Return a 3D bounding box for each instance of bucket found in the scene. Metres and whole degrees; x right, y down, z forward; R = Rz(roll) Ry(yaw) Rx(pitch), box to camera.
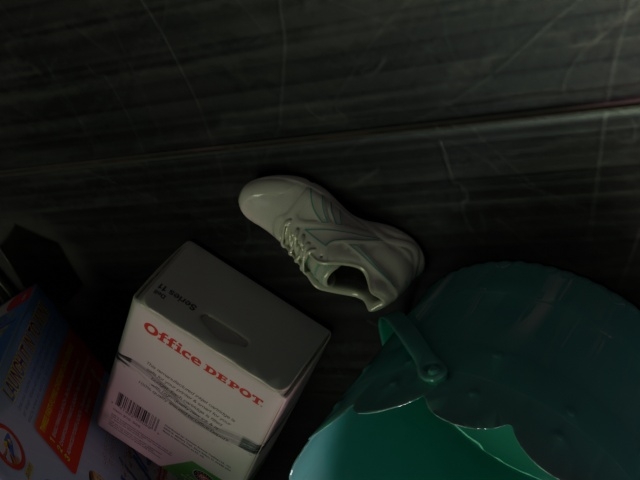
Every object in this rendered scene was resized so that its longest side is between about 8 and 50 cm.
[{"bbox_3d":[0.132,0.162,0.927,0.281,0.183,0.281,19,135,20],"label":"bucket"}]

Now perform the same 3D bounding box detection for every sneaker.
[{"bbox_3d":[0.000,0.000,0.965,0.152,0.061,0.053,26,140,15],"label":"sneaker"}]

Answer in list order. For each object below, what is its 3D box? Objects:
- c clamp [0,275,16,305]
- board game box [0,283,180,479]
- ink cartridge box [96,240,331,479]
[{"bbox_3d":[-0.370,0.031,1.288,0.137,0.022,0.160,-27,107,41],"label":"c clamp"},{"bbox_3d":[-0.223,0.233,1.154,0.086,0.308,0.302,-31,109,11],"label":"board game box"},{"bbox_3d":[-0.097,0.120,1.121,0.153,0.087,0.208,33,140,6],"label":"ink cartridge box"}]
